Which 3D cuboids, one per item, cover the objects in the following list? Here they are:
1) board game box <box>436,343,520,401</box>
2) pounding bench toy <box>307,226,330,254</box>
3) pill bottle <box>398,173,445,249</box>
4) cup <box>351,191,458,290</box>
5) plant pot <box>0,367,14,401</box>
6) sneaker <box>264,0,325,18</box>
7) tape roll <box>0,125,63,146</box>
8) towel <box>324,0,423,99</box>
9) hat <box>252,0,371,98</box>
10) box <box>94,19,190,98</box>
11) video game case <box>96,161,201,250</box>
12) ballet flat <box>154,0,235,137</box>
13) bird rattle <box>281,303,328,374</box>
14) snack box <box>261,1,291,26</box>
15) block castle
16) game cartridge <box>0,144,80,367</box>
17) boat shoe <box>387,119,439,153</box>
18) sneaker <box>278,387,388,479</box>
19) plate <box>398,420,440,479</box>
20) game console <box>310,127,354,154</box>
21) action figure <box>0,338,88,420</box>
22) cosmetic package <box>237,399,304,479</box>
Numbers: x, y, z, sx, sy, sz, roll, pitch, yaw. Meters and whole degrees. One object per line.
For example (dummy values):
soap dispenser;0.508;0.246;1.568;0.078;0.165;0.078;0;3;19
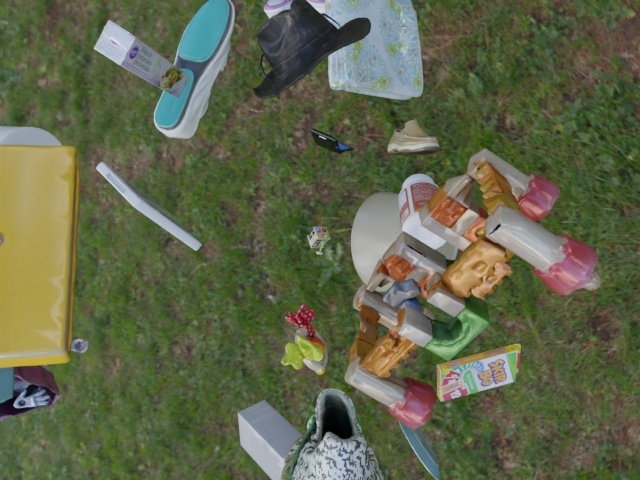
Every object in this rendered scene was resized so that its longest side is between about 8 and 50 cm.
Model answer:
board game box;0.462;0.380;1.632;0.039;0.259;0.124;-121;20;-58
pounding bench toy;0.000;0.000;1.966;0.065;0.052;0.083;-53;46;45
pill bottle;0.264;-0.080;1.464;0.121;0.121;0.216;-43;23;29
cup;0.292;0.004;1.796;0.237;0.331;0.331;-1;89;44
plant pot;-0.765;0.254;1.196;0.166;0.165;0.234;-24;85;27
sneaker;-0.035;-0.790;1.959;0.305;0.152;0.114;1;56;20
tape roll;-0.853;-0.194;1.573;0.169;0.246;0.246;7;94;26
towel;0.171;-0.614;1.753;0.090;0.374;0.320;-6;88;51
hat;-0.050;-0.449;1.241;0.331;0.331;0.134;-14;120;37
box;-0.369;-0.377;1.212;0.067;0.324;0.063;32;95;4
video game case;-0.339;-0.067;1.128;0.022;0.190;0.173;-49;52;-4
ballet flat;-0.330;-0.459;1.542;0.139;0.139;0.400;19;85;36
bird rattle;-0.049;0.364;2.006;0.143;0.207;0.253;-32;27;14
snack box;-0.092;-0.602;1.584;0.100;0.141;0.037;-35;84;18
block castle;0.250;0.092;1.011;0.213;0.303;0.453;30;120;-12
game cartridge;-0.450;0.013;0.638;0.052;0.324;0.285;111;153;-57
boat shoe;0.192;-0.219;1.198;0.190;0.068;0.072;-157;71;-69
sneaker;0.026;0.285;0.748;0.158;0.410;0.182;7;85;-4
plate;0.265;0.538;1.485;0.024;0.188;0.188;-35;67;5
game console;0.040;-0.347;1.944;0.122;0.107;0.071;29;67;36
action figure;-0.809;0.325;1.516;0.276;0.248;0.370;-36;33;-4
cosmetic package;-0.128;0.565;1.567;0.238;0.107;0.127;26;124;44
